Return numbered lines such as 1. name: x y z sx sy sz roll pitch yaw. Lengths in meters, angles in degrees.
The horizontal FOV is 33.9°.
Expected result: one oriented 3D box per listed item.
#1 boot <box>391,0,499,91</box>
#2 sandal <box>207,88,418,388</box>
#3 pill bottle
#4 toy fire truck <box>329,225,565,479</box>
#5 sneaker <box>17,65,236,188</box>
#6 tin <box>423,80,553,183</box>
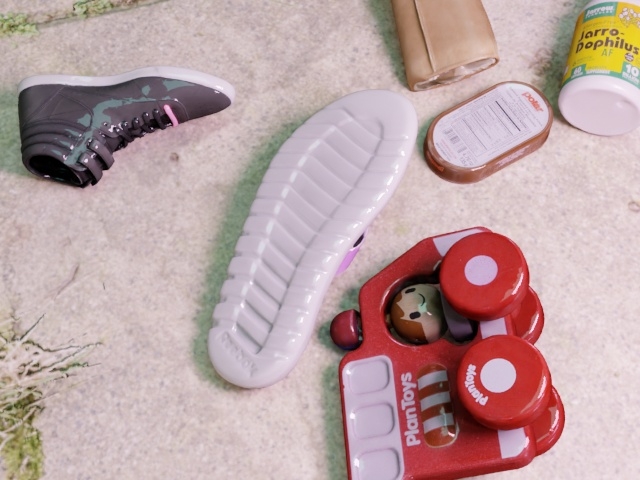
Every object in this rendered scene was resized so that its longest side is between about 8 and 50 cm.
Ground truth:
1. boot: 0.107 -0.337 1.466 0.236 0.089 0.270 -19 80 34
2. sandal: -0.012 -0.006 1.315 0.169 0.102 0.416 25 78 27
3. pill bottle: 0.399 -0.258 1.427 0.117 0.118 0.209 16 65 7
4. toy fire truck: 0.136 0.136 1.219 0.253 0.169 0.302 -13 62 13
5. sneaker: -0.257 -0.141 1.372 0.295 0.105 0.147 -2 66 5
6. tin: 0.228 -0.147 1.417 0.189 0.040 0.106 -29 72 -14
